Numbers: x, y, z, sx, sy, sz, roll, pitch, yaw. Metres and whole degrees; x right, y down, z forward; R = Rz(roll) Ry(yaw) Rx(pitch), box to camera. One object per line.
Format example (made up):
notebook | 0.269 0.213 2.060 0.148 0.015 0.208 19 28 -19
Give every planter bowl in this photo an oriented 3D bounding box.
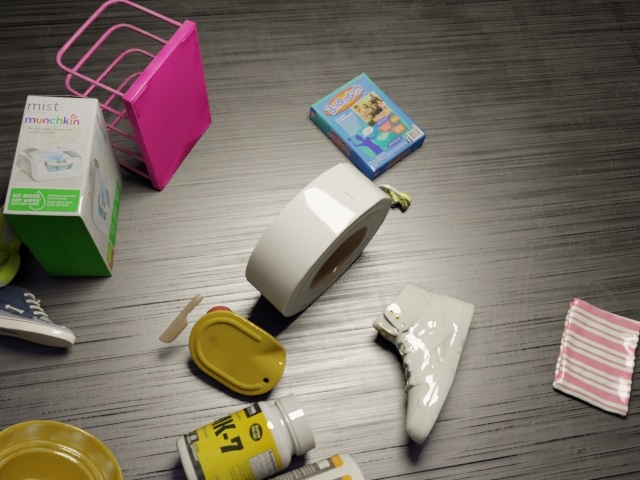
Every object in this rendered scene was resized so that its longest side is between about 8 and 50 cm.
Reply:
planter bowl | -0.428 0.391 0.979 0.217 0.217 0.090 34 108 10

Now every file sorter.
file sorter | -0.353 -0.281 1.215 0.182 0.290 0.202 26 65 9

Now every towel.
towel | 0.538 0.222 1.217 0.144 0.029 0.197 21 65 5

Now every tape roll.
tape roll | 0.000 0.000 1.123 0.100 0.286 0.286 43 68 14

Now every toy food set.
toy food set | -0.160 0.181 1.130 0.218 0.071 0.128 34 103 -1

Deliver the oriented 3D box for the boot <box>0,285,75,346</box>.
boot | -0.521 0.130 1.125 0.190 0.069 0.086 12 60 2

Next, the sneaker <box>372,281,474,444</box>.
sneaker | 0.162 0.211 1.148 0.169 0.108 0.292 22 55 6

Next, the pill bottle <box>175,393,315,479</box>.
pill bottle | -0.122 0.341 1.043 0.209 0.119 0.119 -21 69 -15

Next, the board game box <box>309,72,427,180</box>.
board game box | 0.102 -0.253 1.381 0.160 0.047 0.210 -36 74 -19

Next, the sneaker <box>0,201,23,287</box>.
sneaker | -0.607 -0.016 1.173 0.126 0.091 0.240 -4 46 13

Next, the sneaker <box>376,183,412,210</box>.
sneaker | 0.150 -0.090 1.319 0.083 0.031 0.035 22 65 4

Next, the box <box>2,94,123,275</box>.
box | -0.450 -0.088 1.129 0.127 0.262 0.231 2 64 -6

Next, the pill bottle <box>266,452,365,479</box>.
pill bottle | -0.057 0.452 0.976 0.278 0.162 0.162 -16 68 -12
